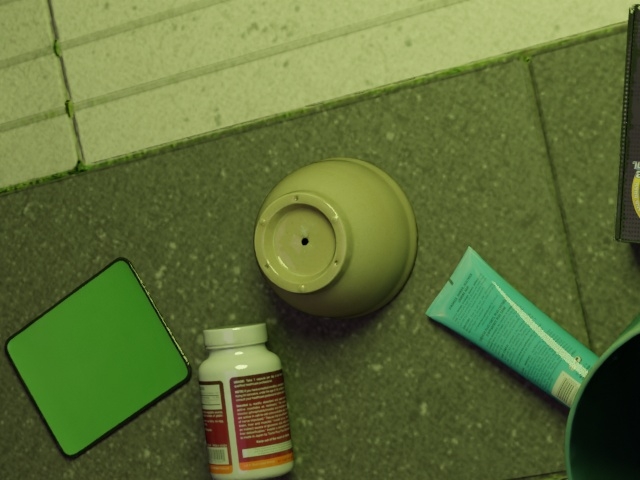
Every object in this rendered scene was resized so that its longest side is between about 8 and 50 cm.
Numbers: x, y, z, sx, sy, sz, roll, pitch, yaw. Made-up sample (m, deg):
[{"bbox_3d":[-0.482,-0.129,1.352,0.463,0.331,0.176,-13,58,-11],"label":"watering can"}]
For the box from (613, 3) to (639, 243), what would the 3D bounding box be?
[{"bbox_3d":[0.402,-0.096,1.499,0.270,0.060,0.216,6,94,23],"label":"box"}]

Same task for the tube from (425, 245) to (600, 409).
[{"bbox_3d":[0.197,0.096,1.606,0.207,0.052,0.080,38,101,22],"label":"tube"}]

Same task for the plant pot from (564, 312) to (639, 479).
[{"bbox_3d":[0.373,0.138,1.407,0.293,0.235,0.293,10,116,20],"label":"plant pot"}]

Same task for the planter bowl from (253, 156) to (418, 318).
[{"bbox_3d":[0.000,0.000,1.650,0.162,0.109,0.162,1,93,24],"label":"planter bowl"}]

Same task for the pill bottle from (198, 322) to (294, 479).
[{"bbox_3d":[-0.076,0.161,1.704,0.086,0.086,0.152,-7,90,23],"label":"pill bottle"}]

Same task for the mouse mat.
[{"bbox_3d":[-0.239,0.126,1.815,0.189,0.007,0.153,-35,79,22],"label":"mouse mat"}]
